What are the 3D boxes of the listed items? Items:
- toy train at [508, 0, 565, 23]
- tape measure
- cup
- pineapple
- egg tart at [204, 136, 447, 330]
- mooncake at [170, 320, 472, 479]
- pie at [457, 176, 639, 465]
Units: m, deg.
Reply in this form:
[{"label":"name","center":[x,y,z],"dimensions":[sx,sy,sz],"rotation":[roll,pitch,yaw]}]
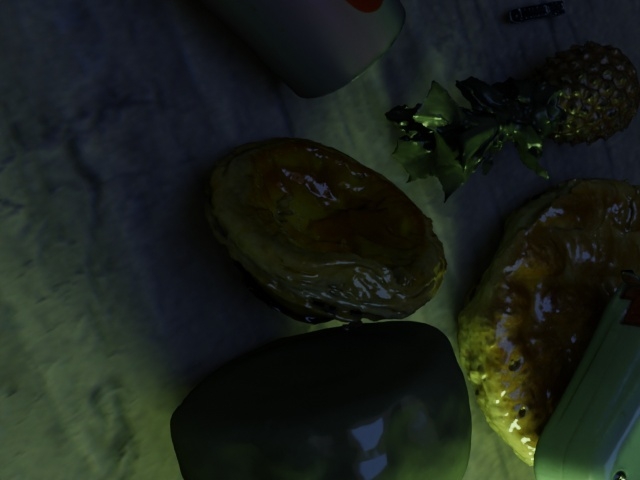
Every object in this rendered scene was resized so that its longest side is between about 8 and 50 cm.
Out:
[{"label":"toy train","center":[0.238,-0.254,1.361],"dimensions":[0.083,0.017,0.017],"rotation":[-15,95,-32]},{"label":"tape measure","center":[0.351,0.198,1.273],"dimensions":[0.246,0.125,0.243],"rotation":[42,71,-29]},{"label":"cup","center":[-0.057,-0.276,1.093],"dimensions":[0.288,0.203,0.203],"rotation":[49,66,-29]},{"label":"pineapple","center":[0.208,-0.137,1.286],"dimensions":[0.277,0.119,0.130],"rotation":[-22,119,-28]},{"label":"egg tart","center":[0.000,0.000,1.130],"dimensions":[0.241,0.241,0.106],"rotation":[4,130,-32]},{"label":"mooncake","center":[0.007,0.167,1.070],"dimensions":[0.275,0.275,0.135],"rotation":[-17,101,-31]},{"label":"pie","center":[0.290,0.097,1.353],"dimensions":[0.339,0.083,0.340],"rotation":[-1,91,-34]}]
